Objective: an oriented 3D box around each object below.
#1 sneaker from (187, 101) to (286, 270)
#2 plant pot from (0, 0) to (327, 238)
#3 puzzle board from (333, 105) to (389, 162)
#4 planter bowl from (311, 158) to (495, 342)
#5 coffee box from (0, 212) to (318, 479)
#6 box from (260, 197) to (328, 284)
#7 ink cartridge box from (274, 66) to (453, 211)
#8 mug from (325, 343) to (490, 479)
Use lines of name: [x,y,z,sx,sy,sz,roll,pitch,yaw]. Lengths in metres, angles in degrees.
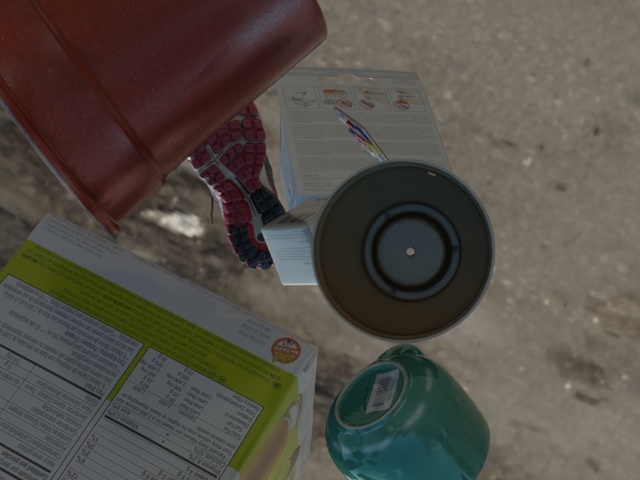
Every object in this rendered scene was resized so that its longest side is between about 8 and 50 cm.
sneaker: [-0.131,-0.103,1.886,0.112,0.120,0.299,-121,15,-70]
plant pot: [-0.155,-0.188,1.126,0.272,0.265,0.272,54,176,5]
puzzle board: [0.070,-0.167,2.078,0.096,0.011,0.128,50,178,-31]
planter bowl: [0.080,0.010,1.163,0.162,0.162,0.109,21,-177,9]
coffee box: [-0.230,0.241,1.389,0.338,0.334,0.338,25,152,13]
box: [0.000,0.000,1.649,0.101,0.102,0.087,-3,112,50]
ink cartridge box: [0.071,-0.180,2.402,0.308,0.385,0.091,0,134,-13]
mug: [0.064,0.158,1.117,0.097,0.129,0.158,50,175,-31]
